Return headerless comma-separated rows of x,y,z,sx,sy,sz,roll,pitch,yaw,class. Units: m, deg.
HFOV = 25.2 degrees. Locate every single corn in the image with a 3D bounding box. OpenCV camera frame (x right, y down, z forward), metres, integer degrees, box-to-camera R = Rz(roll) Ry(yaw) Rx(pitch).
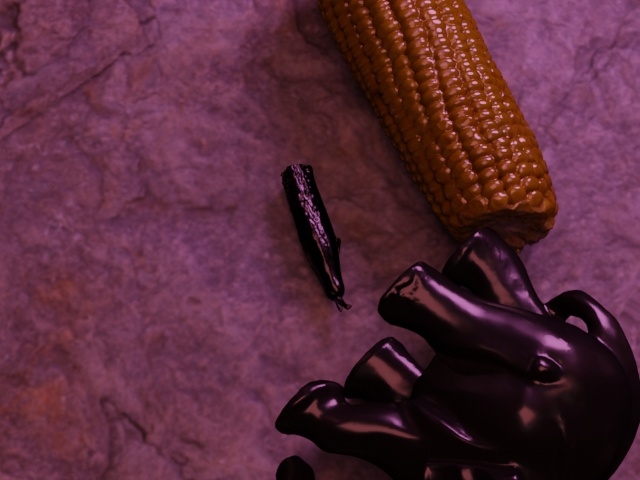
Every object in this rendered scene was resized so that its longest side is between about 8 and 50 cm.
0.108,-0.162,1.432,0.144,0.144,0.387,-21,68,-8,corn

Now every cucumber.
0.000,0.000,1.422,0.039,0.043,0.163,-15,72,-14,cucumber

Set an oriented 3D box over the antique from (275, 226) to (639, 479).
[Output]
0.134,0.167,1.271,0.255,0.185,0.322,43,87,17,antique
